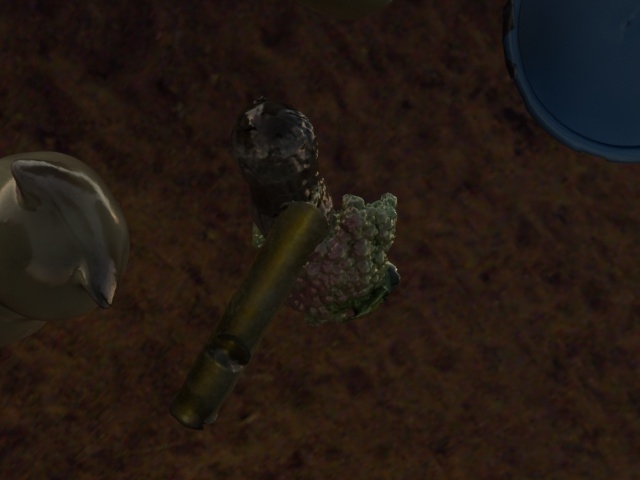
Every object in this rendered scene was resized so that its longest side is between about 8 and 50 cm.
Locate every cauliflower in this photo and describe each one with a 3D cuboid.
[{"bbox_3d":[0.000,0.000,2.024,0.239,0.256,0.315,-15,45,-11],"label":"cauliflower"}]

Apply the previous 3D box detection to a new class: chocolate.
[{"bbox_3d":[-0.044,-0.075,1.553,0.110,0.248,0.110,-4,52,5],"label":"chocolate"}]

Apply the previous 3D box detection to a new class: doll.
[{"bbox_3d":[-0.368,0.014,1.515,0.226,0.370,0.215,-35,102,-51],"label":"doll"}]

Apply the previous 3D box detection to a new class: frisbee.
[{"bbox_3d":[0.272,-0.188,1.100,0.242,0.242,0.045,34,8,-13],"label":"frisbee"}]

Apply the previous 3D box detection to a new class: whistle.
[{"bbox_3d":[-0.078,0.078,1.427,0.057,0.326,0.068,26,23,-9],"label":"whistle"}]

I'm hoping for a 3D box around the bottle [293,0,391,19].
[{"bbox_3d":[-0.011,-0.368,1.520,0.168,0.168,0.347,56,17,10],"label":"bottle"}]
